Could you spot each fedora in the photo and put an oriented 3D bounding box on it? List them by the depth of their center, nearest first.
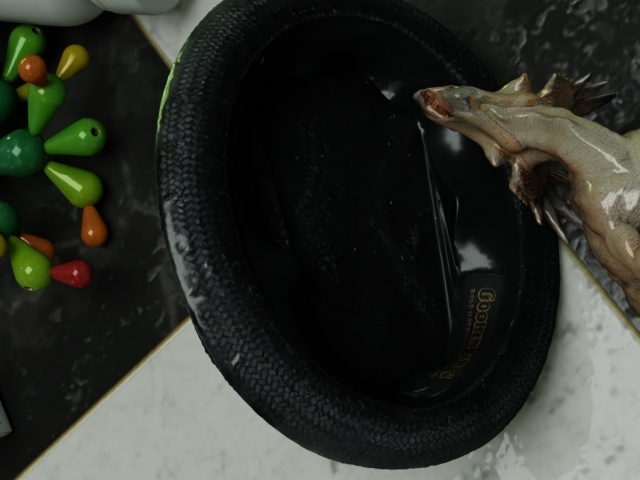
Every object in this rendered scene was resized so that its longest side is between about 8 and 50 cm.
[{"bbox_3d":[0.000,0.000,1.249,0.152,0.334,0.334,-33,65,51],"label":"fedora"}]

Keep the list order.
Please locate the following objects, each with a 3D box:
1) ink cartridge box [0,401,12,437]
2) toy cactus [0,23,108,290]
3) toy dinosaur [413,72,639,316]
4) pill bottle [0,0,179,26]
[{"bbox_3d":[-0.343,0.092,1.461,0.139,0.082,0.191,-28,81,20],"label":"ink cartridge box"},{"bbox_3d":[-0.250,-0.058,1.430,0.180,0.112,0.219,-12,79,14],"label":"toy cactus"},{"bbox_3d":[0.206,-0.004,1.184,0.127,0.200,0.296,-36,103,-22],"label":"toy dinosaur"},{"bbox_3d":[-0.216,-0.229,1.434,0.229,0.131,0.131,8,85,27],"label":"pill bottle"}]
